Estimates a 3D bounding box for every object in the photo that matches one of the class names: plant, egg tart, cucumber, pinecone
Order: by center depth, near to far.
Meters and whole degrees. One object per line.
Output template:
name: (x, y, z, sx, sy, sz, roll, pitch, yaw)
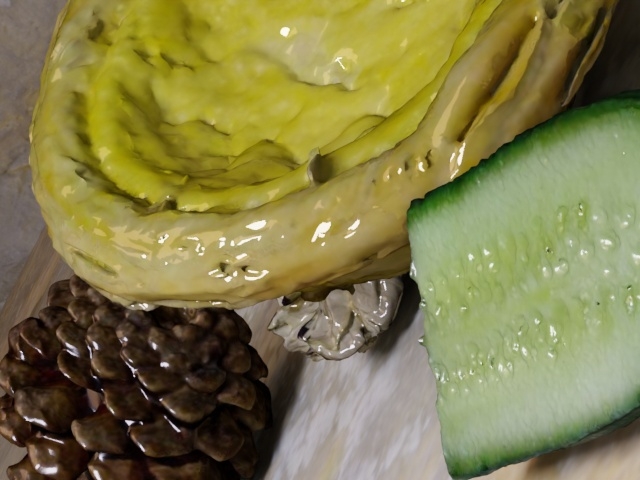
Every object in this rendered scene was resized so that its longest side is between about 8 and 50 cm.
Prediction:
cucumber: (0.109, 0.011, 0.656, 0.244, 0.063, 0.115, 149, 109, -66)
egg tart: (0.017, -0.091, 0.920, 0.345, 0.132, 0.345, -21, 44, 22)
plant: (0.000, 0.000, 1.029, 0.116, 0.122, 0.104, -60, 12, -22)
pinecone: (-0.120, 0.117, 1.201, 0.184, 0.179, 0.204, -47, -22, -45)
